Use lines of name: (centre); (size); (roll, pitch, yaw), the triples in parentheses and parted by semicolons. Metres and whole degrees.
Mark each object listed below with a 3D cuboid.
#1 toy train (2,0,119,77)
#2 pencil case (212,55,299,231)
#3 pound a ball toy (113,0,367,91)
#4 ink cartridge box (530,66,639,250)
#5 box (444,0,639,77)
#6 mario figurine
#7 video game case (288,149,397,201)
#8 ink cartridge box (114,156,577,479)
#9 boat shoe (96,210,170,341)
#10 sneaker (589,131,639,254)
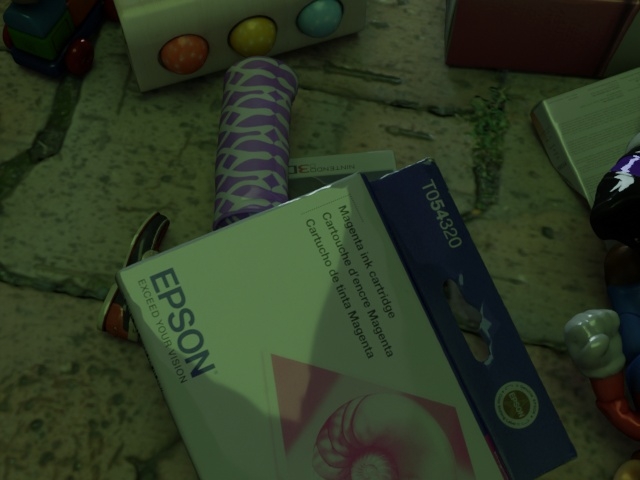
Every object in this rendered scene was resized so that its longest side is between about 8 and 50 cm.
toy train: (-0.276, -0.322, 1.022); (0.105, 0.143, 0.248); (22, 64, 10)
pencil case: (-0.061, -0.089, 0.913); (0.088, 0.086, 0.206); (18, 59, -31)
pound a ball toy: (-0.111, -0.274, 0.963); (0.319, 0.208, 0.136); (-18, 64, -10)
ink cartridge box: (0.332, -0.090, 0.976); (0.145, 0.045, 0.179); (-19, 82, -11)
box: (0.264, -0.286, 1.018); (0.232, 0.127, 0.149); (4, 62, 2)
mario figurine: (0.333, 0.136, 0.769); (0.198, 0.170, 0.321); (-17, 49, 29)
video game case: (0.000, 0.000, 0.924); (0.183, 0.023, 0.201); (-5, 63, -3)
ink cartridge box: (0.032, 0.115, 0.792); (0.330, 0.071, 0.324); (-24, 82, -11)
boat shoe: (-0.177, 0.035, 0.890); (0.043, 0.049, 0.137); (18, 66, 5)
sneaker: (0.366, 0.021, 0.772); (0.293, 0.102, 0.146); (32, 57, 29)
